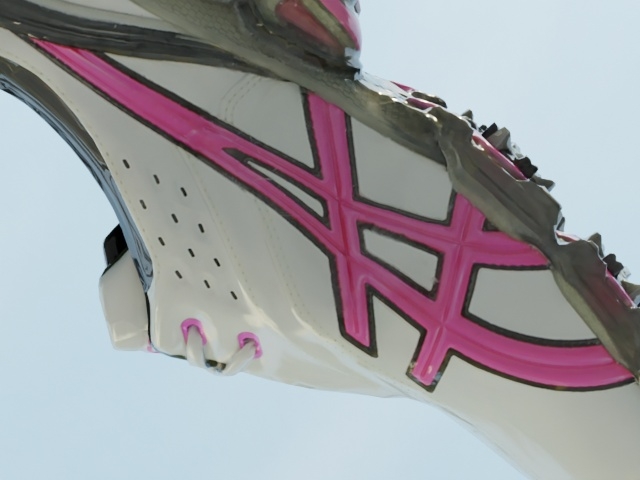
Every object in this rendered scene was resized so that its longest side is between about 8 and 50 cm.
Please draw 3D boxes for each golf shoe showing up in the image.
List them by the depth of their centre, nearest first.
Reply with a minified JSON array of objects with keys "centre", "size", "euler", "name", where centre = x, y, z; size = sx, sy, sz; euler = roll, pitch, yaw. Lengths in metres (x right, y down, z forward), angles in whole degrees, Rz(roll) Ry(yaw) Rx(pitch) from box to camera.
[{"centre":[0.000,0.000,0.392],"size":[0.086,0.067,0.186],"euler":[-45,-81,1],"name":"golf shoe"}]
